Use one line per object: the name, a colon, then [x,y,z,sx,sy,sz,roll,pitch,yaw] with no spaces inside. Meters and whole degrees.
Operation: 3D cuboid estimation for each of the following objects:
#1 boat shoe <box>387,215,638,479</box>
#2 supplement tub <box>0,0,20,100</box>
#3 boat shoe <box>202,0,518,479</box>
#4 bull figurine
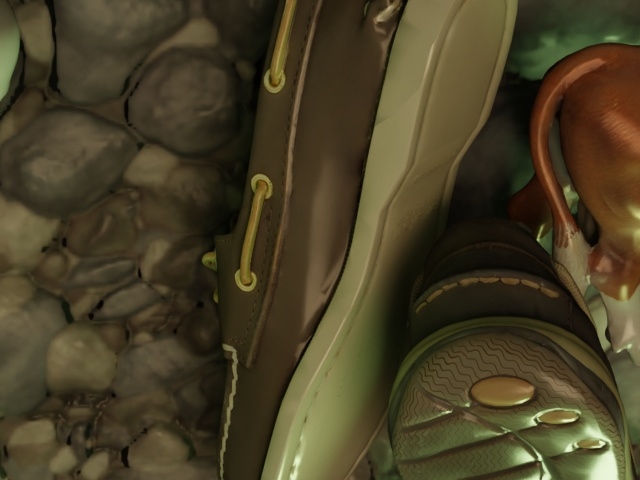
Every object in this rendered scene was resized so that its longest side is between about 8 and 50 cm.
boat shoe: [0.116,0.121,0.792,0.132,0.130,0.355,-2,142,9]
supplement tub: [-0.286,0.010,0.584,0.241,0.241,0.331,22,106,-23]
boat shoe: [0.000,0.000,0.739,0.116,0.097,0.324,-27,139,-54]
bull figurine: [0.244,-0.029,0.782,0.310,0.101,0.188,5,122,-12]
